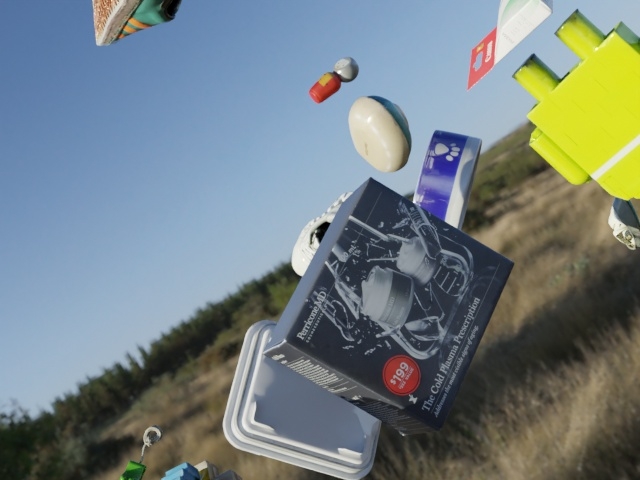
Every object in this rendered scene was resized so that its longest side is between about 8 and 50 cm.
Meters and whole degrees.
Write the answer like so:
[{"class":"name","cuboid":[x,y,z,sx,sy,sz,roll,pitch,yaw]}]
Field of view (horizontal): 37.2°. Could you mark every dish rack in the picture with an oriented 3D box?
[{"class":"dish rack","cuboid":[-0.014,0.324,1.980,0.072,0.333,0.285,131,155,-60]}]

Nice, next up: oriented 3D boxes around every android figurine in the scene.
[{"class":"android figurine","cuboid":[0.385,-0.163,1.217,0.248,0.273,0.056,-49,1,42]}]

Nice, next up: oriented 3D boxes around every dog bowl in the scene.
[{"class":"dog bowl","cuboid":[0.268,-0.103,2.059,0.104,0.264,0.265,15,0,10]}]

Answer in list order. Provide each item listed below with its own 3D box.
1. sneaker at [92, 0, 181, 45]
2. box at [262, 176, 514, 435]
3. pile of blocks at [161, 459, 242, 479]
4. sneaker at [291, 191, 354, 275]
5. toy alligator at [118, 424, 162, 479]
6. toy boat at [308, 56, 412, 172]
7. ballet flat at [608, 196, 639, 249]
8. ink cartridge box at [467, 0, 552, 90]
[{"class":"sneaker","cuboid":[-0.284,-0.373,1.500,0.121,0.108,0.302,-4,0,-24]},{"class":"box","cuboid":[0.121,0.123,1.704,0.343,0.313,0.179,-63,7,-19]},{"class":"pile of blocks","cuboid":[-0.189,0.419,1.502,0.113,0.149,0.362,-29,11,9]},{"class":"sneaker","cuboid":[0.000,0.000,2.206,0.118,0.110,0.292,-40,-6,-44]},{"class":"toy alligator","cuboid":[-0.260,0.337,1.274,0.051,0.056,0.189,67,-138,-76]},{"class":"toy boat","cuboid":[0.122,-0.330,2.423,0.148,0.318,0.267,-42,-15,-11]},{"class":"ballet flat","cuboid":[0.672,-0.036,2.095,0.068,0.072,0.213,-32,-38,16]},{"class":"ink cartridge box","cuboid":[0.348,-0.414,1.824,0.225,0.056,0.181,-40,20,35]}]
